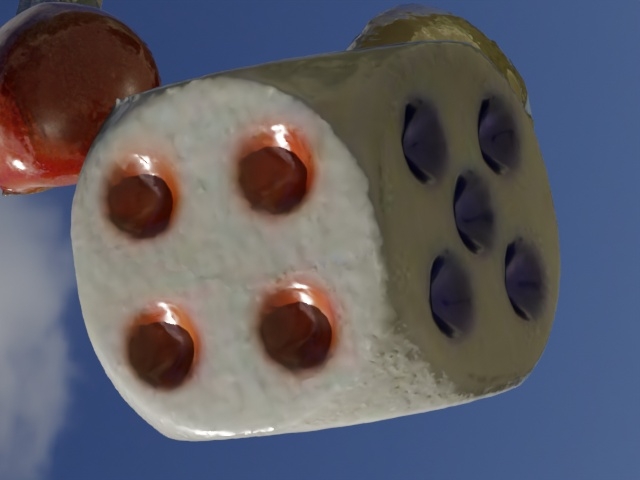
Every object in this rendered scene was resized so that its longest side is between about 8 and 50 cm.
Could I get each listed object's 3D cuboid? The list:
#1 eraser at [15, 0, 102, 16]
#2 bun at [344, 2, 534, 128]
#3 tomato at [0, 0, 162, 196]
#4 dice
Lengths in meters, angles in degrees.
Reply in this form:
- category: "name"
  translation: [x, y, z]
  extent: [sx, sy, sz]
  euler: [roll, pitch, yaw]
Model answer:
- category: "eraser"
  translation: [-0.255, -0.202, 1.845]
  extent: [0.212, 0.046, 0.092]
  euler: [-88, -20, -47]
- category: "bun"
  translation: [0.095, -0.040, 1.813]
  extent: [0.364, 0.202, 0.364]
  euler: [-57, -18, -31]
- category: "tomato"
  translation: [-0.211, -0.117, 1.553]
  extent: [0.167, 0.167, 0.167]
  euler: [-17, -71, -62]
- category: "dice"
  translation: [0.000, 0.000, 1.355]
  extent: [0.243, 0.259, 0.251]
  euler: [-6, -93, -57]
